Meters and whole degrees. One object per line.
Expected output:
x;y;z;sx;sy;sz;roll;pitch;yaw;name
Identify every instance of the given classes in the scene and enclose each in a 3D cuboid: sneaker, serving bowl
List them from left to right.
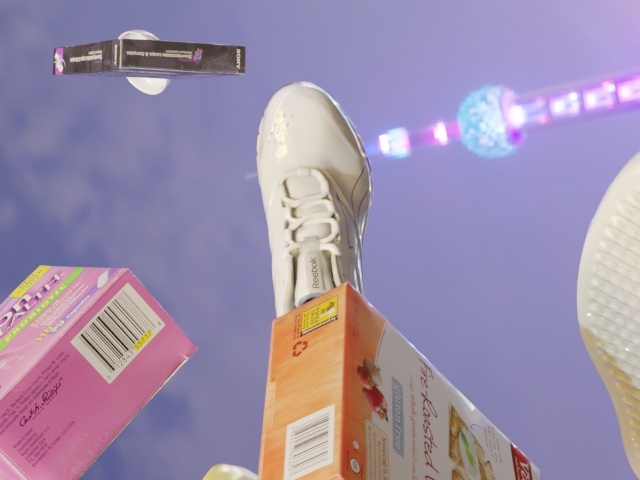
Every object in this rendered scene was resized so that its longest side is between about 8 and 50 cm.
-0.209;-0.220;1.634;0.027;0.083;0.083;-39;-62;-38;serving bowl
0.000;0.000;1.243;0.129;0.111;0.297;-57;-41;-85;sneaker
0.269;0.040;1.000;0.366;0.135;0.150;75;-155;-45;sneaker

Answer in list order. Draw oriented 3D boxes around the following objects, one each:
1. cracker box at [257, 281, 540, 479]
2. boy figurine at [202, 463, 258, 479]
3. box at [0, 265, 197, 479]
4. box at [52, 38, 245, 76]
0.060;0.157;0.850;0.232;0.067;0.155;45;-150;-32;cracker box
-0.093;0.382;1.459;0.092;0.177;0.285;12;-132;-20;boy figurine
-0.283;0.139;1.394;0.213;0.243;0.117;-48;-68;-23;box
-0.152;-0.158;1.177;0.116;0.162;0.029;-2;-83;-31;box
